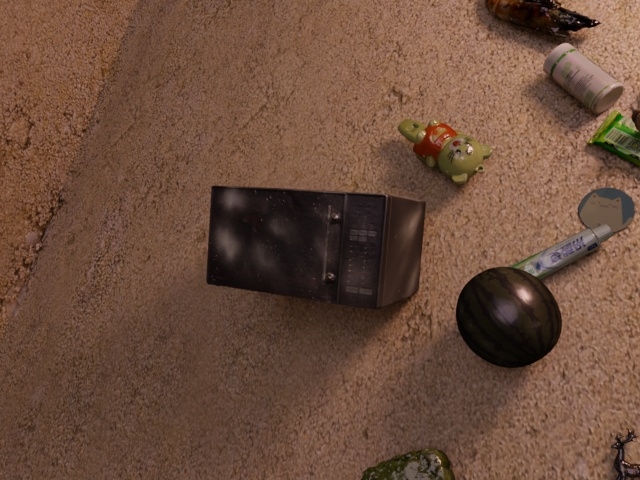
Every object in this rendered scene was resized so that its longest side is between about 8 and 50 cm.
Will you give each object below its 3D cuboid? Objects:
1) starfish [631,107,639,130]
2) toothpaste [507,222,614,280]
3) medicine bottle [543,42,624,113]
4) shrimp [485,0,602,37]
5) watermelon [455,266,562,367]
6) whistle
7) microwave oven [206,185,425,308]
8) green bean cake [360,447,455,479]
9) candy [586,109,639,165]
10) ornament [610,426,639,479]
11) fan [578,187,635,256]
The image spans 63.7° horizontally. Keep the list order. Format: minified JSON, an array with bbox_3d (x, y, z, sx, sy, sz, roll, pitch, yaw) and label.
[{"bbox_3d":[0.844,-0.291,1.094,0.303,0.113,0.312,11,66,31],"label":"starfish"},{"bbox_3d":[0.507,0.050,1.161,0.297,0.048,0.074,-32,59,18],"label":"toothpaste"},{"bbox_3d":[0.640,-0.397,1.261,0.086,0.086,0.183,-36,57,9],"label":"medicine bottle"},{"bbox_3d":[0.620,-0.670,1.403,0.233,0.071,0.365,-45,51,-3],"label":"shrimp"},{"bbox_3d":[0.389,0.158,1.079,0.212,0.212,0.212,-10,65,23],"label":"watermelon"},{"bbox_3d":[0.315,-0.247,1.347,0.131,0.106,0.288,-45,57,-5],"label":"whistle"},{"bbox_3d":[0.000,0.000,1.245,0.432,0.374,0.236,6,95,26],"label":"microwave oven"},{"bbox_3d":[0.196,0.552,1.063,0.200,0.113,0.214,-28,59,14],"label":"green bean cake"},{"bbox_3d":[0.721,-0.224,1.179,0.102,0.032,0.178,-47,56,-2],"label":"candy"},{"bbox_3d":[0.590,0.420,0.973,0.073,0.028,0.125,2,72,28],"label":"ornament"},{"bbox_3d":[0.632,-0.042,1.160,0.113,0.005,0.175,21,79,33],"label":"fan"}]
